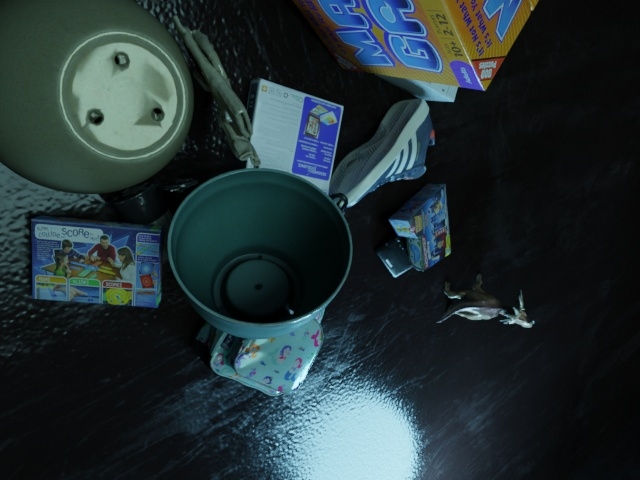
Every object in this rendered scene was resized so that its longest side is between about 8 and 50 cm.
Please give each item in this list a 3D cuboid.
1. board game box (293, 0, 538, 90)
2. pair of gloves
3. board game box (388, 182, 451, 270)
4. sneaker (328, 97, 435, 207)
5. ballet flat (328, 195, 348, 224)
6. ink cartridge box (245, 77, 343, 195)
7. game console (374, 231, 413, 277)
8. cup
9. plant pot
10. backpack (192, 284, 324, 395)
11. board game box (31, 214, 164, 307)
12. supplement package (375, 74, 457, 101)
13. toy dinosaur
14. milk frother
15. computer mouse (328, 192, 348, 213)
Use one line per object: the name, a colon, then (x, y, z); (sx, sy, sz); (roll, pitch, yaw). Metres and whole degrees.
board game box: (0.168, -0.538, 0.931); (0.356, 0.356, 0.356); (39, 79, -48)
pair of gloves: (-0.162, -0.225, 0.862); (0.042, 0.240, 0.204); (-27, 80, -6)
board game box: (0.255, -0.030, 1.352); (0.194, 0.060, 0.194); (-23, 112, -44)
sneaker: (0.159, -0.169, 1.211); (0.350, 0.131, 0.148); (-48, 126, -23)
ballet flat: (0.016, -0.045, 1.193); (0.079, 0.077, 0.221); (-37, 120, -27)
ink cartridge box: (-0.060, -0.197, 1.080); (0.206, 0.045, 0.208); (8, 92, -36)
game console: (0.203, 0.019, 1.397); (0.107, 0.071, 0.122); (-32, 127, 10)
cup: (-0.317, -0.210, 0.771); (0.331, 0.237, 0.331); (-13, 113, -34)
plant pot: (-0.106, 0.050, 0.926); (0.293, 0.293, 0.196); (-33, 158, -26)
backpack: (-0.108, 0.179, 1.102); (0.225, 0.191, 0.253); (38, 75, -38)
board game box: (-0.366, 0.036, 0.878); (0.201, 0.035, 0.136); (6, 103, -7)
supplement package: (0.231, -0.399, 1.222); (0.179, 0.105, 0.105); (12, 98, -39)
toy dinosaur: (0.482, 0.192, 1.547); (0.295, 0.200, 0.127); (-3, 106, -37)
milk frother: (-0.265, -0.041, 0.925); (0.129, 0.143, 0.135); (-41, 123, -30)
computer mouse: (0.000, 0.000, 1.147); (0.041, 0.071, 0.242); (-55, 169, -55)
